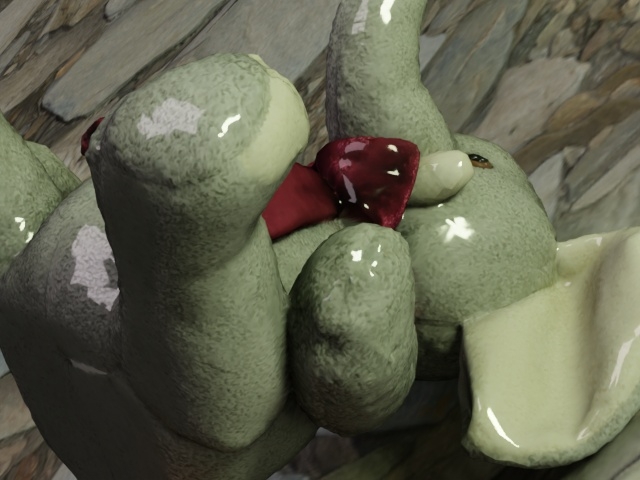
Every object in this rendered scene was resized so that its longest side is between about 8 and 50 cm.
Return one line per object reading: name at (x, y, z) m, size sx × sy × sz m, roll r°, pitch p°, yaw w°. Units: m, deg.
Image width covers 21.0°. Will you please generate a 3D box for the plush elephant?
plush elephant at (0.000, 0.000, 0.747) m, size 0.255 × 0.330 × 0.272 m, roll -36°, pitch 29°, yaw -30°
